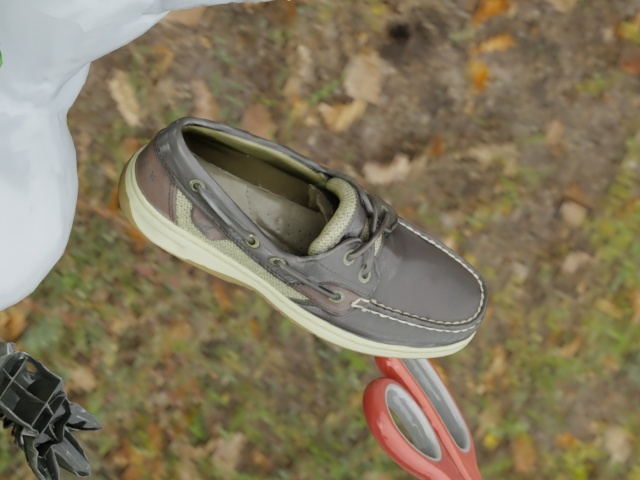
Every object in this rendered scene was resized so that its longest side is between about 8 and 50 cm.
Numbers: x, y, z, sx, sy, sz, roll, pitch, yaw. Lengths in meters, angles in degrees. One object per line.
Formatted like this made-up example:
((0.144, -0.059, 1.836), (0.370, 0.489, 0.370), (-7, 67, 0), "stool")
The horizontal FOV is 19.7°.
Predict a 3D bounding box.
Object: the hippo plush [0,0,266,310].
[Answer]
((-0.144, -0.091, 0.817), (0.236, 0.294, 0.234), (-68, 171, 23), "hippo plush")

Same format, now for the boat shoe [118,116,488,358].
((0.000, 0.000, 0.689), (0.152, 0.049, 0.056), (21, 58, -17), "boat shoe")

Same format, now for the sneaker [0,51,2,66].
((-0.178, -0.098, 0.607), (0.146, 0.134, 0.343), (-3, 94, -2), "sneaker")

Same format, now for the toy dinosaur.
((-0.278, 0.121, 1.095), (0.164, 0.218, 0.322), (-63, 145, -28), "toy dinosaur")

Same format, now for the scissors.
((0.115, 0.190, 1.178), (0.021, 0.109, 0.297), (-32, 99, 23), "scissors")
